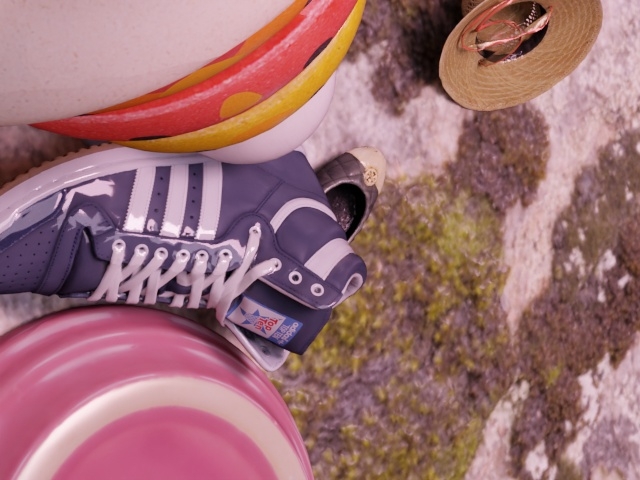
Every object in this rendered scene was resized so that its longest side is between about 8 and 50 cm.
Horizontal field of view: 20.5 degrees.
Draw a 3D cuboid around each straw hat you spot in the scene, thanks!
[{"bbox_3d":[0.141,-0.170,1.358,0.144,0.144,0.061,2,46,-38],"label":"straw hat"}]

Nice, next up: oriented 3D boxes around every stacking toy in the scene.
[{"bbox_3d":[-0.075,-0.160,0.933,0.480,0.351,0.350,49,55,-68],"label":"stacking toy"}]

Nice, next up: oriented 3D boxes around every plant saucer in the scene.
[{"bbox_3d":[-0.122,0.208,1.143,0.332,0.084,0.332,-1,91,-38],"label":"plant saucer"}]

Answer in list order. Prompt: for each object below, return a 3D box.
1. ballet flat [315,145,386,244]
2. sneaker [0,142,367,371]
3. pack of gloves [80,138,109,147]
[{"bbox_3d":[0.000,0.000,1.258,0.057,0.049,0.173,51,61,-27],"label":"ballet flat"},{"bbox_3d":[-0.092,0.018,1.120,0.282,0.099,0.153,-18,69,-39],"label":"sneaker"},{"bbox_3d":[-0.124,-0.170,1.165,0.232,0.046,0.195,48,64,-28],"label":"pack of gloves"}]
